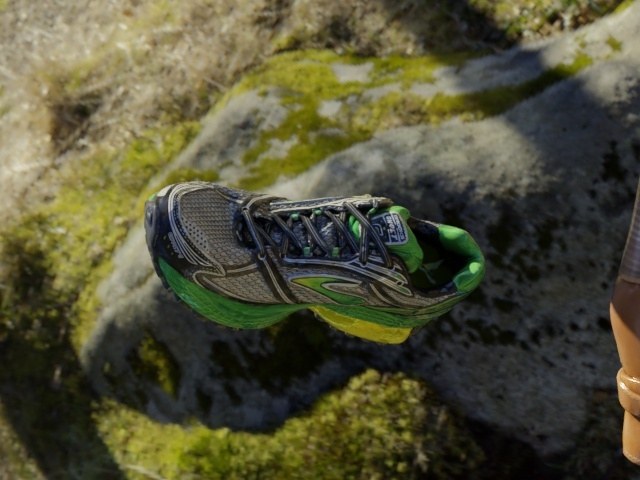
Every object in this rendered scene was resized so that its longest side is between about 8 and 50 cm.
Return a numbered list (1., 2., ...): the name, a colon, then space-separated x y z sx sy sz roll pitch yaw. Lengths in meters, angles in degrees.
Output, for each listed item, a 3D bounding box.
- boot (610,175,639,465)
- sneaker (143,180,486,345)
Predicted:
1. boot: 0.236 0.047 0.508 0.197 0.073 0.152 7 107 24
2. sneaker: 0.000 0.000 0.982 0.146 0.343 0.134 -38 54 44
